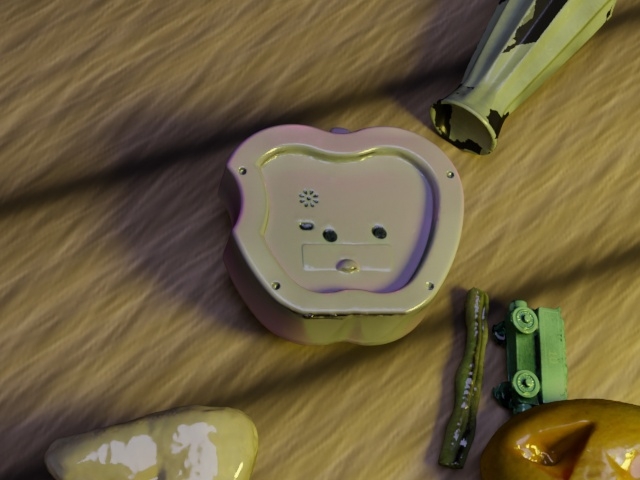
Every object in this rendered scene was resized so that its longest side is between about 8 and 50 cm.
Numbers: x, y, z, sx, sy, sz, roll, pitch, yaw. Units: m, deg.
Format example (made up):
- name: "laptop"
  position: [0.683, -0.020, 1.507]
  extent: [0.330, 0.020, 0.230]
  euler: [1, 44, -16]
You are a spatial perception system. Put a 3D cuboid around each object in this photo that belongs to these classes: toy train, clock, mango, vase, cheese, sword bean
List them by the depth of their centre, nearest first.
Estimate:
- name: "cheese"
  position: [-0.172, 0.319, 1.642]
  extent: [0.248, 0.173, 0.251]
  euler: [-25, 69, -10]
- name: "mango"
  position: [0.382, 0.333, 1.736]
  extent: [0.365, 0.182, 0.253]
  euler: [18, 65, 12]
- name: "clock"
  position: [0.029, -0.024, 1.822]
  extent: [0.339, 0.102, 0.338]
  euler: [4, 65, -9]
- name: "sword bean"
  position: [0.200, 0.186, 1.847]
  extent: [0.043, 0.038, 0.269]
  euler: [26, 60, -25]
- name: "toy train"
  position: [0.292, 0.164, 1.856]
  extent: [0.099, 0.070, 0.172]
  euler: [10, 63, -16]
- name: "vase"
  position: [0.306, -0.295, 2.039]
  extent: [0.165, 0.165, 0.360]
  euler: [34, 67, 8]
